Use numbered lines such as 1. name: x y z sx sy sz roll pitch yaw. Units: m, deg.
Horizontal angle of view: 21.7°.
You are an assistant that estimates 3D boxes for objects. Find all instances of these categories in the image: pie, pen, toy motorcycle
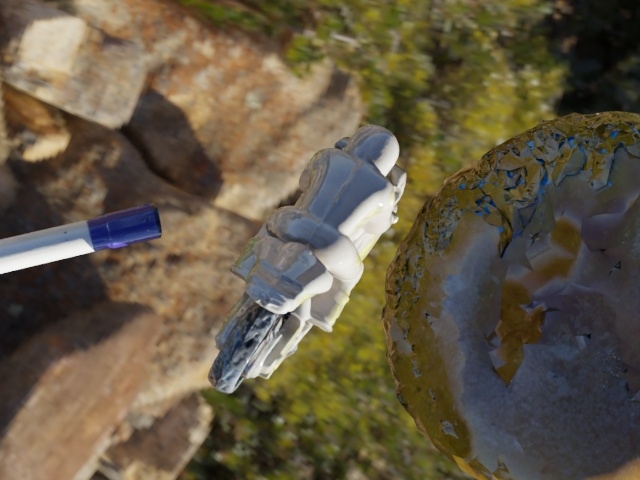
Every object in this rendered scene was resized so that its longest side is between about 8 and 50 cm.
1. pie: 0.168 0.044 1.028 0.069 0.273 0.273 0 109 -78
2. pen: -0.269 0.013 1.430 0.269 0.033 0.033 -14 113 -7
3. toy motorcycle: 0.000 0.000 1.516 0.223 0.108 0.340 -60 175 34
